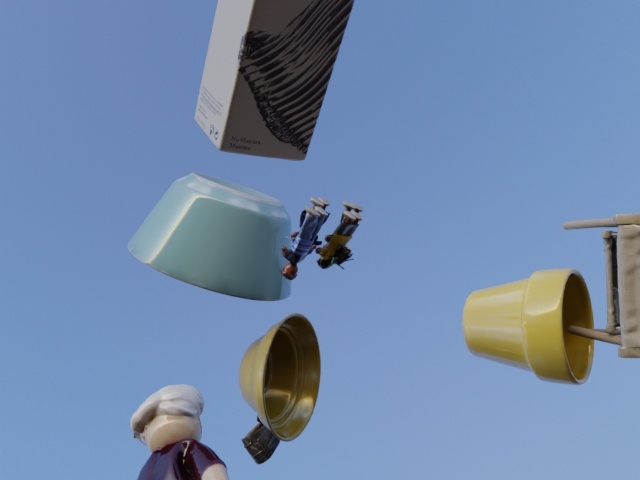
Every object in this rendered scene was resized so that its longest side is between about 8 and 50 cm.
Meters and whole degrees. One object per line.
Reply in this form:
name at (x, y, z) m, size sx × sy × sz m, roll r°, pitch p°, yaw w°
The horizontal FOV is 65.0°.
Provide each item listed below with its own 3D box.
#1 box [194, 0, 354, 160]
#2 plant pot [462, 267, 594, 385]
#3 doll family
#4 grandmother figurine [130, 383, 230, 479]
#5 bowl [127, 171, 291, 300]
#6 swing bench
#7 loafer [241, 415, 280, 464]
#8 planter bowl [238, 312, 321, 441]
box at (-0.041, -0.228, 0.516) m, size 0.113 × 0.094 × 0.275 m, roll 0°, pitch -58°, yaw -33°
plant pot at (0.475, 0.194, 1.167) m, size 0.238 × 0.254 × 0.254 m, roll -6°, pitch -48°, yaw 42°
doll family at (0.000, 0.000, 0.760) m, size 0.193 × 0.076 × 0.111 m, roll 6°, pitch -59°, yaw -47°
grandmother figurine at (-0.169, 0.309, 0.551) m, size 0.207 × 0.342 × 0.104 m, roll -27°, pitch -52°, yaw 8°
bowl at (-0.177, -0.022, 0.934) m, size 0.311 × 0.311 × 0.163 m, roll 17°, pitch -84°, yaw -19°
swing bench at (0.611, 0.080, 0.989) m, size 0.165 × 0.254 × 0.254 m, roll -1°, pitch -91°, yaw 5°
loafer at (-0.099, 0.362, 1.010) m, size 0.062 × 0.170 × 0.061 m, roll -38°, pitch -83°, yaw 29°
planter bowl at (-0.083, 0.239, 0.899) m, size 0.090 × 0.217 × 0.217 m, roll -3°, pitch -54°, yaw 25°
